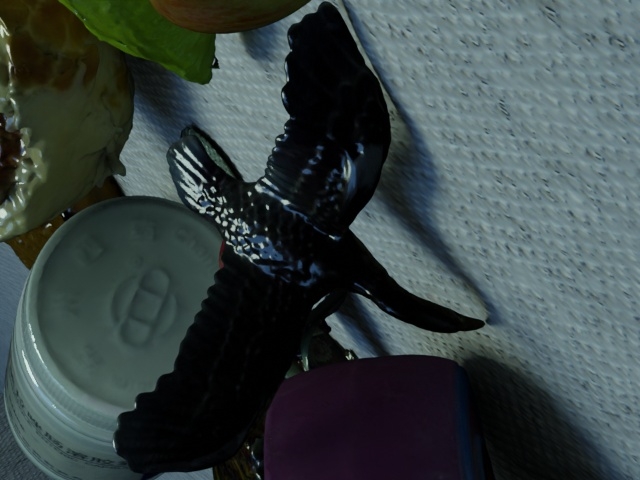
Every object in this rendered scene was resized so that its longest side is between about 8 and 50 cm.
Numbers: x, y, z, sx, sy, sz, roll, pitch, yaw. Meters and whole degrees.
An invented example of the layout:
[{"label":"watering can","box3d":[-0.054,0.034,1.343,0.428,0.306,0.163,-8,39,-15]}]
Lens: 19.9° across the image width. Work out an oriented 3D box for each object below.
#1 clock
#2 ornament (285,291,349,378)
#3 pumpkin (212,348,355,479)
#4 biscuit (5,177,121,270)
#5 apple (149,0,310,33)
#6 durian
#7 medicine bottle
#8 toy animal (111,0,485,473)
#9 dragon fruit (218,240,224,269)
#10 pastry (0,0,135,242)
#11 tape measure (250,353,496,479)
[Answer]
[{"label":"clock","box3d":[-0.078,-0.049,1.362,0.083,0.010,0.074,37,155,47]},{"label":"ornament","box3d":[0.035,0.138,1.267,0.203,0.081,0.088,55,164,4]},{"label":"pumpkin","box3d":[-0.035,0.140,1.437,0.278,0.111,0.163,32,147,57]},{"label":"biscuit","box3d":[-0.271,-0.043,1.802,0.296,0.075,0.296,41,157,22]},{"label":"apple","box3d":[-0.051,-0.161,0.900,0.126,0.102,0.126,49,163,21]},{"label":"durian","box3d":[-0.120,-0.193,1.059,0.250,0.101,0.139,61,-161,-16]},{"label":"medicine bottle","box3d":[-0.170,0.096,1.565,0.190,0.190,0.332,54,160,8]},{"label":"toy animal","box3d":[0.002,-0.005,1.059,0.272,0.197,0.160,-67,24,19]},{"label":"dragon fruit","box3d":[-0.041,0.014,1.291,0.083,0.060,0.056,58,167,3]},{"label":"pastry","box3d":[-0.234,-0.148,1.372,0.256,0.170,0.236,51,144,33]},{"label":"tape measure","box3d":[0.038,0.194,1.102,0.231,0.149,0.245,71,-167,-44]}]
